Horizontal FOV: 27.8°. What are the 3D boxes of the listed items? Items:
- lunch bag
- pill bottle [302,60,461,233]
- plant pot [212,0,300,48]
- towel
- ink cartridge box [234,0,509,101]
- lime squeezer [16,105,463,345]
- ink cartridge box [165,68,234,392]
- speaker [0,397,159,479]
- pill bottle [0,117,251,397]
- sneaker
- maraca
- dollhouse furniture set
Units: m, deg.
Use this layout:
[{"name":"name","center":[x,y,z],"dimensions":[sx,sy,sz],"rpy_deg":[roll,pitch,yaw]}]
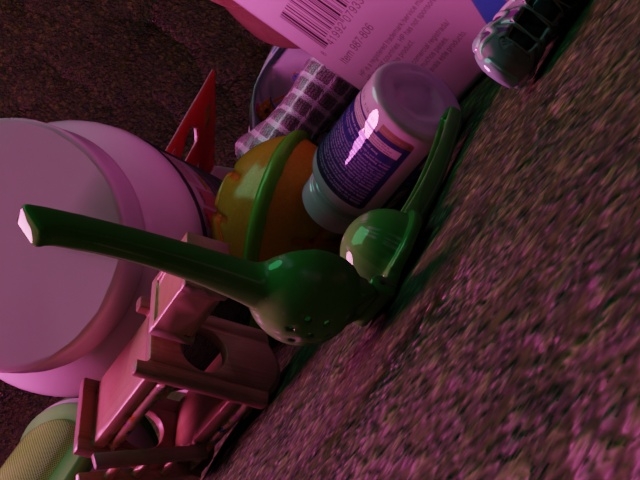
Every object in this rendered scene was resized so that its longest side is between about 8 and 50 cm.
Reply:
[{"name":"lunch bag","center":[0.003,-0.194,1.594],"dimensions":[0.262,0.160,0.223],"rpy_deg":[-53,5,-3]},{"name":"pill bottle","center":[0.036,-0.057,0.852],"dimensions":[0.120,0.067,0.067],"rpy_deg":[-50,7,45]},{"name":"plant pot","center":[-0.035,-0.319,1.374],"dimensions":[0.263,0.263,0.229],"rpy_deg":[-56,-16,-15]},{"name":"towel","center":[0.017,-0.142,1.312],"dimensions":[0.235,0.121,0.284],"rpy_deg":[-54,5,0]},{"name":"ink cartridge box","center":[0.000,-0.295,0.871],"dimensions":[0.166,0.395,0.285],"rpy_deg":[-58,6,-29]},{"name":"lime squeezer","center":[0.000,0.000,0.679],"dimensions":[0.310,0.110,0.059],"rpy_deg":[-18,-41,-42]},{"name":"ink cartridge box","center":[-0.126,-0.018,1.439],"dimensions":[0.296,0.066,0.261],"rpy_deg":[-74,-8,-61]},{"name":"speaker","center":[-0.216,0.234,0.989],"dimensions":[0.131,0.131,0.296],"rpy_deg":[-53,5,24]},{"name":"pill bottle","center":[-0.173,0.019,1.027],"dimensions":[0.210,0.210,0.363],"rpy_deg":[-55,-12,2]},{"name":"sneaker","center":[0.118,-0.127,0.690],"dimensions":[0.069,0.038,0.098],"rpy_deg":[-52,6,40]},{"name":"maraca","center":[-0.031,0.003,0.970],"dimensions":[0.127,0.099,0.185],"rpy_deg":[-56,-22,-46]},{"name":"dollhouse furniture set","center":[-0.076,0.121,0.799],"dimensions":[0.182,0.101,0.161],"rpy_deg":[-50,31,42]}]
